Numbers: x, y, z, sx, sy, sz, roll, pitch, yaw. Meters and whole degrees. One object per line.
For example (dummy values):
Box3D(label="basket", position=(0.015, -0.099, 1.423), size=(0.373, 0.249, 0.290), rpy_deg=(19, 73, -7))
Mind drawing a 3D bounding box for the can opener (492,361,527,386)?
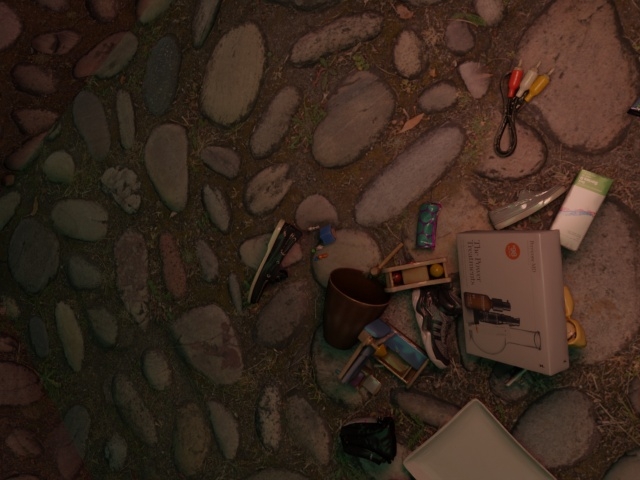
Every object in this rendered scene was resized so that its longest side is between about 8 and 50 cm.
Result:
Box3D(label="can opener", position=(0.639, 0.335, 1.432), size=(0.280, 0.074, 0.093), rpy_deg=(-46, 73, 17))

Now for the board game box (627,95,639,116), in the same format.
Box3D(label="board game box", position=(0.975, -0.408, 1.291), size=(0.194, 0.060, 0.194), rpy_deg=(26, 101, 21))

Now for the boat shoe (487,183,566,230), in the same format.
Box3D(label="boat shoe", position=(0.610, -0.115, 1.438), size=(0.228, 0.079, 0.081), rpy_deg=(-32, 83, 23))

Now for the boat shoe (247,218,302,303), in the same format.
Box3D(label="boat shoe", position=(-0.162, 0.095, 1.749), size=(0.113, 0.127, 0.339), rpy_deg=(24, 97, -2))

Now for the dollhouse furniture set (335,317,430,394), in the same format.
Box3D(label="dollhouse furniture set", position=(0.180, 0.415, 1.504), size=(0.198, 0.303, 0.286), rpy_deg=(37, 104, 19))

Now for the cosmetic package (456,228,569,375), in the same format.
Box3D(label="cosmetic package", position=(0.535, 0.158, 1.362), size=(0.284, 0.098, 0.376), rpy_deg=(0, 98, 57))

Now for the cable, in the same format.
Box3D(label="cable", position=(0.576, -0.403, 1.454), size=(0.140, 0.072, 0.287), rpy_deg=(29, 102, 26))

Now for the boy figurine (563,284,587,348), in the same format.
Box3D(label="boy figurine", position=(0.639, 0.194, 1.380), size=(0.177, 0.092, 0.285), rpy_deg=(-43, 53, 23))

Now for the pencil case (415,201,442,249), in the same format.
Box3D(label="pencil case", position=(0.350, -0.049, 1.556), size=(0.070, 0.065, 0.151), rpy_deg=(12, 96, 48))

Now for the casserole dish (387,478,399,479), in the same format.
Box3D(label="casserole dish", position=(0.286, 0.855, 1.582), size=(0.189, 0.037, 0.114), rpy_deg=(-8, 97, 36))

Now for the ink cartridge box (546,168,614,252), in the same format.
Box3D(label="ink cartridge box", position=(0.718, -0.081, 1.351), size=(0.093, 0.154, 0.212), rpy_deg=(25, 100, 21))

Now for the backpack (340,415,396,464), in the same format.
Box3D(label="backpack", position=(0.160, 0.663, 1.617), size=(0.182, 0.115, 0.151), rpy_deg=(-9, 76, 24))

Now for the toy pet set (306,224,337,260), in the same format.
Box3D(label="toy pet set", position=(0.000, 0.000, 1.705), size=(0.114, 0.065, 0.122), rpy_deg=(-21, 83, 22))

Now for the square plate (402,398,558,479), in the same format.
Box3D(label="square plate", position=(0.496, 0.728, 1.510), size=(0.347, 0.049, 0.344), rpy_deg=(46, 106, 16))

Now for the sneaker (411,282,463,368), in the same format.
Box3D(label="sneaker", position=(0.394, 0.264, 1.519), size=(0.153, 0.101, 0.268), rpy_deg=(-20, 80, 24))

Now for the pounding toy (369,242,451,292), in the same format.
Box3D(label="pounding toy", position=(0.272, 0.080, 1.542), size=(0.270, 0.154, 0.154), rpy_deg=(-12, 86, 22))

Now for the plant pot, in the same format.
Box3D(label="plant pot", position=(0.097, 0.245, 1.608), size=(0.215, 0.215, 0.230), rpy_deg=(28, 115, 20))
